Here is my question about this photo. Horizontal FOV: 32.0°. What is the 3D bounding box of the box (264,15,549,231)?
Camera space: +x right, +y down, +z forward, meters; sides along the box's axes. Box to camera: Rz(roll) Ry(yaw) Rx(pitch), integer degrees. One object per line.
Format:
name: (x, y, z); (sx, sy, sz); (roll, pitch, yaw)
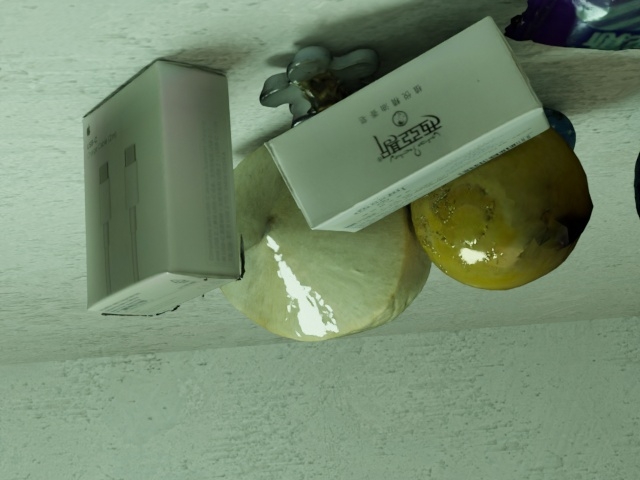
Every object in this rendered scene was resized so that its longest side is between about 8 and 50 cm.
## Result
box: (0.105, -0.118, 1.241); (0.274, 0.116, 0.203); (-28, 173, 13)

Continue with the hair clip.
hair clip: (0.021, -0.165, 1.329); (0.146, 0.075, 0.257); (-25, 170, 12)

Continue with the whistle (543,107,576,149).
whistle: (0.308, -0.138, 1.539); (0.090, 0.090, 0.158); (-8, 178, 8)

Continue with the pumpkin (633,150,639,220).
pumpkin: (0.613, -0.081, 1.518); (0.363, 0.266, 0.363); (-4, 171, -1)

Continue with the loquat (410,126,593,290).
loquat: (0.227, -0.048, 1.422); (0.235, 0.235, 0.235); (-6, 166, -1)

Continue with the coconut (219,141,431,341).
coconut: (0.000, 0.000, 1.523); (0.329, 0.329, 0.329); (-6, 166, -1)

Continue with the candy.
candy: (0.339, -0.244, 1.149); (0.275, 0.070, 0.145); (1, 159, -12)

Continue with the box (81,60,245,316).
box: (-0.189, -0.053, 1.299); (0.106, 0.252, 0.203); (7, 162, -35)
